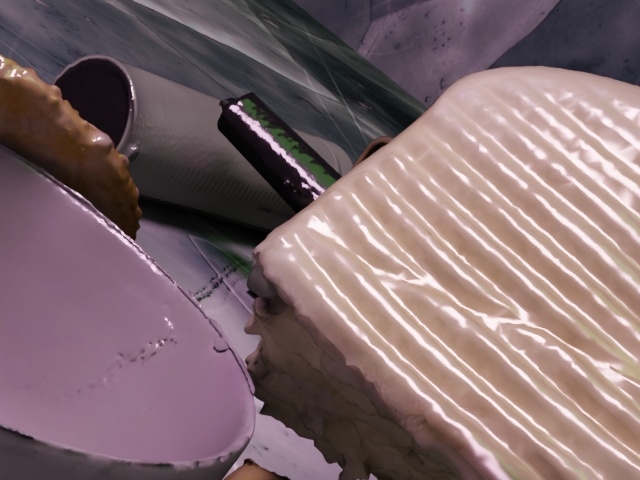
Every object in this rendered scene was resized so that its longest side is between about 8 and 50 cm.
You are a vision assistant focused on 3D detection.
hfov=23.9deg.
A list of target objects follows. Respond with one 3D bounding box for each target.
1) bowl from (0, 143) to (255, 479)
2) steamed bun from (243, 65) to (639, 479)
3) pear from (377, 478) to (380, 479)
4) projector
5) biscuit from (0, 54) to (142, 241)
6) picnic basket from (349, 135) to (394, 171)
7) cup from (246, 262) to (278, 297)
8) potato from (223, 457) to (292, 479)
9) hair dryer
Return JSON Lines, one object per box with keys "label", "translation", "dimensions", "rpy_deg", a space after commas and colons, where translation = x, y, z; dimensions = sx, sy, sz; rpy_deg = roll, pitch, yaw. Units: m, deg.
{"label": "bowl", "translation": [-0.180, 0.051, 0.597], "dimensions": [0.287, 0.144, 0.287], "rpy_deg": [32, 13, -8]}
{"label": "steamed bun", "translation": [0.129, 0.085, 0.713], "dimensions": [0.290, 0.273, 0.272], "rpy_deg": [33, -30, 21]}
{"label": "pear", "translation": [0.139, 0.160, 0.945], "dimensions": [0.292, 0.159, 0.292], "rpy_deg": [39, 30, -29]}
{"label": "projector", "translation": [-0.097, -0.072, 1.340], "dimensions": [0.108, 0.108, 0.337], "rpy_deg": [42, 15, 32]}
{"label": "biscuit", "translation": [-0.195, -0.031, 0.772], "dimensions": [0.220, 0.220, 0.033], "rpy_deg": [30, 49, -17]}
{"label": "picnic basket", "translation": [0.120, 0.044, 1.325], "dimensions": [0.266, 0.165, 0.139], "rpy_deg": [41, 13, 24]}
{"label": "cup", "translation": [-0.019, 0.046, 1.235], "dimensions": [0.083, 0.054, 0.075], "rpy_deg": [35, 30, 17]}
{"label": "potato", "translation": [0.020, 0.191, 0.730], "dimensions": [0.200, 0.081, 0.164], "rpy_deg": [33, -13, 20]}
{"label": "hair dryer", "translation": [0.000, 0.000, 1.151], "dimensions": [0.302, 0.116, 0.244], "rpy_deg": [44, 27, 16]}
